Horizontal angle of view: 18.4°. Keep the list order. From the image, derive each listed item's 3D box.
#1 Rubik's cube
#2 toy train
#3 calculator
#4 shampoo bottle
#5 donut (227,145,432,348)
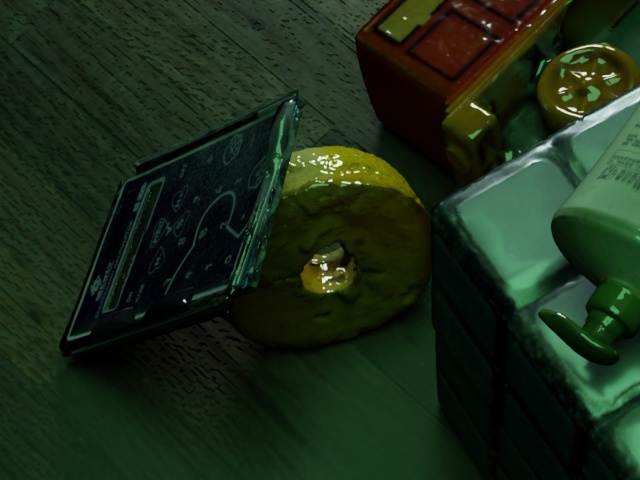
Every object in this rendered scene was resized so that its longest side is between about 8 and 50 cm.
[{"bbox_3d":[0.291,0.093,1.250,0.343,0.337,0.344,-29,64,-11],"label":"Rubik's cube"},{"bbox_3d":[0.184,-0.144,1.479,0.231,0.163,0.369,36,71,28],"label":"toy train"},{"bbox_3d":[-0.099,-0.007,1.388,0.028,0.274,0.166,26,67,-25],"label":"calculator"},{"bbox_3d":[0.206,-0.027,1.080,0.118,0.087,0.234,31,69,18],"label":"shampoo bottle"},{"bbox_3d":[0.000,0.000,1.410,0.162,0.178,0.065,-6,50,-12],"label":"donut"}]
